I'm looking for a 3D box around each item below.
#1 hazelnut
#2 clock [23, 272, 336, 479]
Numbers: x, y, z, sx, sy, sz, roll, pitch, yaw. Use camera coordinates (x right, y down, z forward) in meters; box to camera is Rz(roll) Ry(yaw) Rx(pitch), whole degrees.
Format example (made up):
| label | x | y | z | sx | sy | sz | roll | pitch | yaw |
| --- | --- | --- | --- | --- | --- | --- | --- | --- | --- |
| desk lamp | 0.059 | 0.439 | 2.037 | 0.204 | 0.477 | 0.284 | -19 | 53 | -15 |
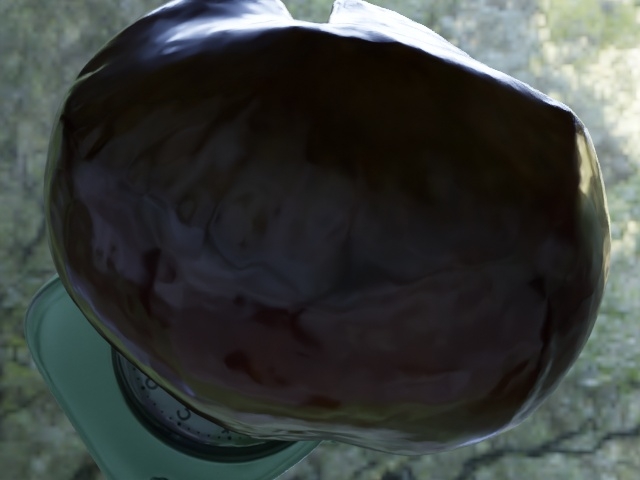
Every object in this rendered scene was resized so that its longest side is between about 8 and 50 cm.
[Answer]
| label | x | y | z | sx | sy | sz | roll | pitch | yaw |
| --- | --- | --- | --- | --- | --- | --- | --- | --- | --- |
| hazelnut | 0.000 | 0.000 | 0.653 | 0.251 | 0.217 | 0.217 | 13 | 3 | 16 |
| clock | -0.044 | 0.053 | 0.818 | 0.211 | 0.159 | 0.066 | -27 | 10 | 10 |
